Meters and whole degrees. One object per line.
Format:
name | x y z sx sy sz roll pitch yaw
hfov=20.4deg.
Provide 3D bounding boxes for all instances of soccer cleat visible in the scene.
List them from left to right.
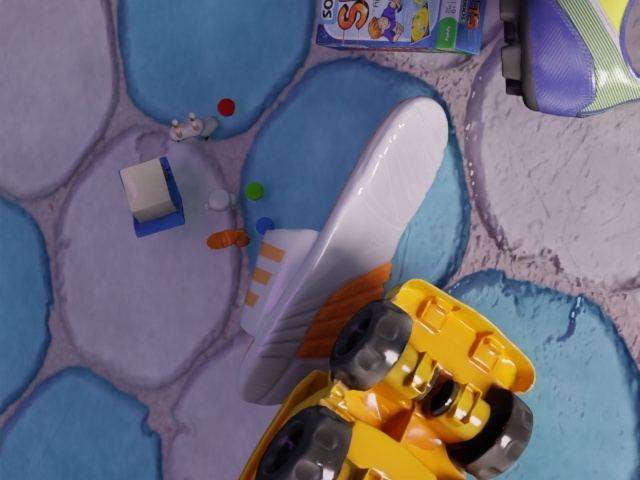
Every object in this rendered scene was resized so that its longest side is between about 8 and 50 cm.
soccer cleat | 0.188 -0.226 1.232 0.121 0.093 0.289 2 81 9

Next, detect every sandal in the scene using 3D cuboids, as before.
sandal | 0.007 0.002 1.342 0.076 0.102 0.265 35 99 38

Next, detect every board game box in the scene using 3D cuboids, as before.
board game box | 0.069 -0.244 1.347 0.136 0.035 0.201 6 90 40

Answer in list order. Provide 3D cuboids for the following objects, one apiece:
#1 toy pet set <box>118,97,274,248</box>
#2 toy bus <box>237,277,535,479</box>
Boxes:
toy pet set | -0.104 -0.039 1.471 0.114 0.065 0.122 -17 75 1
toy bus | 0.024 0.154 1.275 0.220 0.149 0.211 -60 18 -21
